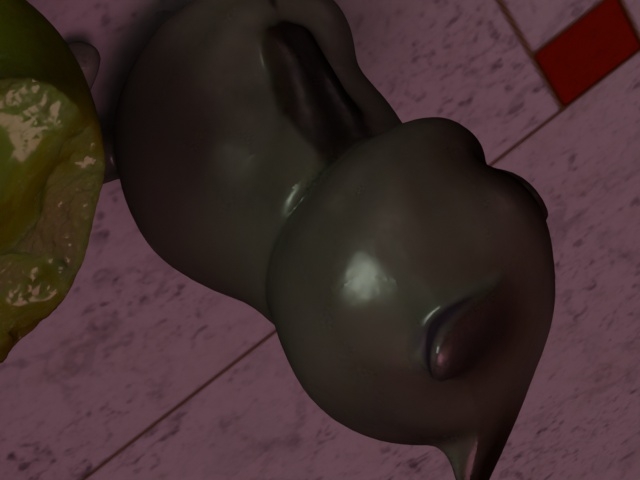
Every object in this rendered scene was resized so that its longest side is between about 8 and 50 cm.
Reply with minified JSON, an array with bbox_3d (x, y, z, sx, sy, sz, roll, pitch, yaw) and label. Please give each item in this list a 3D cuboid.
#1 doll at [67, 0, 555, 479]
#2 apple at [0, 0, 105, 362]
[{"bbox_3d":[0.008,-0.024,1.229,0.226,0.370,0.215,-41,149,-24],"label":"doll"},{"bbox_3d":[-0.240,-0.040,1.069,0.246,0.246,0.226,9,129,-43],"label":"apple"}]
